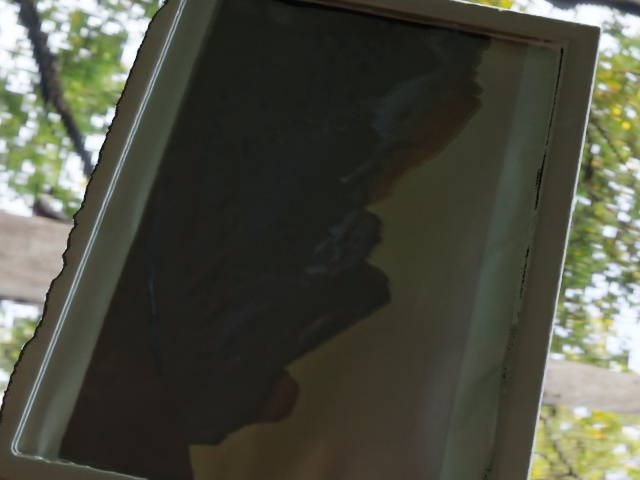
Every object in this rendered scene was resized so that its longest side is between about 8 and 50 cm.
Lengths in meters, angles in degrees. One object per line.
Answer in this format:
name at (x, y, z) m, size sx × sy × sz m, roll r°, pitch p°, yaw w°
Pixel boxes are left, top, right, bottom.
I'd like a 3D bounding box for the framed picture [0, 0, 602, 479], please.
framed picture at (0.000, 0.000, 0.583) m, size 0.192 × 0.018 × 0.265 m, roll 11°, pitch -123°, yaw 6°
